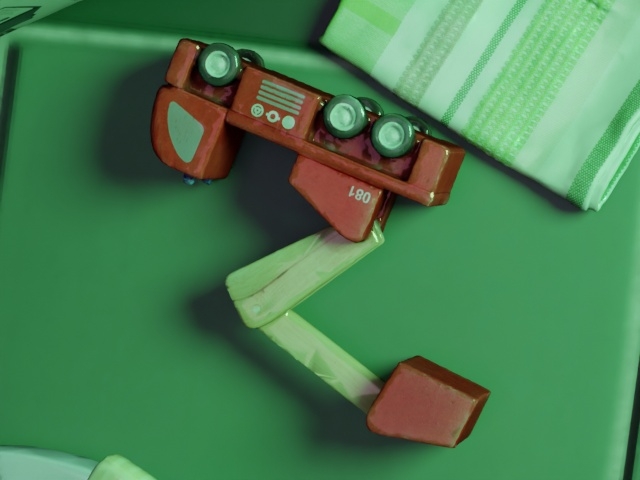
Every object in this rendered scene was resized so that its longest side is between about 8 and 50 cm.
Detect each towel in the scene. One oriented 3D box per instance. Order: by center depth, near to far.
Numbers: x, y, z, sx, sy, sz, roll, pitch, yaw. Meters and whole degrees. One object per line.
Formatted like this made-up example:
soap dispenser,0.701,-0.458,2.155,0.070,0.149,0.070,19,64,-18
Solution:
towel,0.088,-0.097,0.867,0.152,0.023,0.113,32,97,11

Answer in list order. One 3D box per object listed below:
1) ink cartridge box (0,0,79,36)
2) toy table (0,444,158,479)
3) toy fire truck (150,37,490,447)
ink cartridge box,-0.179,-0.132,0.867,0.190,0.139,0.082,-23,87,13
toy table,-0.118,0.200,0.848,0.274,0.161,0.252,21,95,13
toy fire truck,0.000,0.000,0.876,0.192,0.047,0.135,23,97,12
